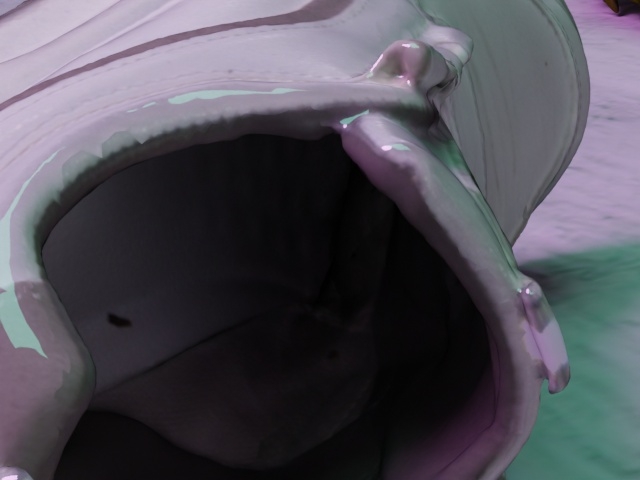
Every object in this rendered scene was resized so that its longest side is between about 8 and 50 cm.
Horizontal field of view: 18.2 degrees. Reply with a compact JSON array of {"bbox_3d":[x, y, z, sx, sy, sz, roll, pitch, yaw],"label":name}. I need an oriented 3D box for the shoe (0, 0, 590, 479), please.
[{"bbox_3d":[0.000,0.000,0.433,0.159,0.124,0.316,9,27,42],"label":"shoe"}]

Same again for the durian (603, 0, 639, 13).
[{"bbox_3d":[0.169,-0.187,0.965,0.106,0.132,0.375,-8,33,9],"label":"durian"}]
